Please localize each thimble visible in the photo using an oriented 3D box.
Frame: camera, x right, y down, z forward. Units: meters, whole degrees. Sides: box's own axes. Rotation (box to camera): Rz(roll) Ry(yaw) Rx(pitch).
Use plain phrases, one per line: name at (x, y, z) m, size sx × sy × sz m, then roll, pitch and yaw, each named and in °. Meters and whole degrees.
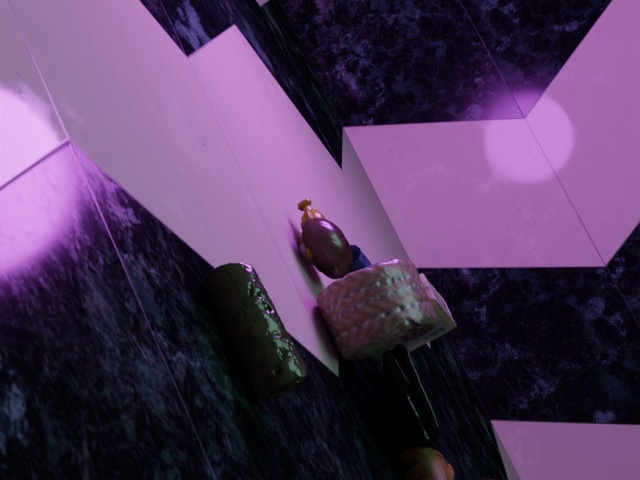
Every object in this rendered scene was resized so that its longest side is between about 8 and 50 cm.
thimble at (0.109, 0.135, 1.628) m, size 0.229 × 0.196 × 0.148 m, roll 35°, pitch 33°, yaw -72°

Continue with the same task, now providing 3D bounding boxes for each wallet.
wallet at (0.176, 0.317, 1.718) m, size 0.377 × 0.051 × 0.197 m, roll 77°, pitch -11°, yaw -73°

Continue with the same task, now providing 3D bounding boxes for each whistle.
whistle at (0.137, 0.120, 2.178) m, size 0.304 × 0.062 × 0.062 m, roll 52°, pitch 15°, yaw -43°

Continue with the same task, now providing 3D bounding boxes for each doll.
doll at (0.002, 0.005, 1.756) m, size 0.145 × 0.096 × 0.188 m, roll 63°, pitch -1°, yaw -26°

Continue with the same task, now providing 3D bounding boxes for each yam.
yam at (-0.083, 0.114, 1.101) m, size 0.179 × 0.078 × 0.078 m, roll 61°, pitch 10°, yaw 14°

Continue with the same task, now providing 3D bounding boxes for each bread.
bread at (0.212, 0.479, 1.570) m, size 0.134 × 0.081 × 0.225 m, roll 45°, pitch 21°, yaw -43°

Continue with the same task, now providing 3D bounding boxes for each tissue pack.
tissue pack at (0.165, 0.169, 1.811) m, size 0.148 × 0.196 × 0.092 m, roll 47°, pitch 16°, yaw -52°

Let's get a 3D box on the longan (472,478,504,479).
longan at (0.220, 0.452, 1.083) m, size 0.319 × 0.319 × 0.319 m, roll 59°, pitch 11°, yaw -19°
